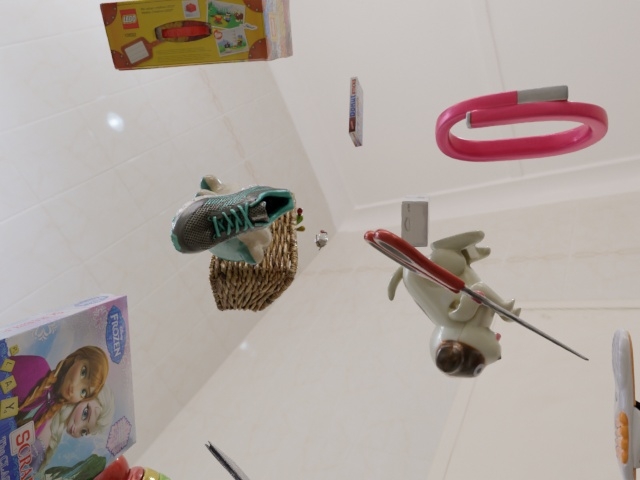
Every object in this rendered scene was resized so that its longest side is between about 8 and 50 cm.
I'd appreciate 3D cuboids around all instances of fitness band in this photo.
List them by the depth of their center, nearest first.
[{"bbox_3d":[0.362,-0.203,0.809,0.290,0.209,0.054,1,-102,24],"label":"fitness band"}]

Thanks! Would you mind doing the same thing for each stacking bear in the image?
[{"bbox_3d":[-0.437,0.607,1.022,0.289,0.175,0.164,48,-37,-14],"label":"stacking bear"}]

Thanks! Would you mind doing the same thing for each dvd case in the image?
[{"bbox_3d":[-0.199,0.618,1.122,0.221,0.018,0.164,24,-30,41],"label":"dvd case"}]

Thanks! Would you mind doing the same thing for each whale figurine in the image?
[{"bbox_3d":[-0.204,-0.032,0.905,0.141,0.272,0.216,-32,-91,5],"label":"whale figurine"}]

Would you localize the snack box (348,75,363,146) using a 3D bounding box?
[{"bbox_3d":[0.093,-0.334,1.126,0.022,0.178,0.064,-5,-25,20],"label":"snack box"}]

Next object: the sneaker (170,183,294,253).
[{"bbox_3d":[-0.099,-0.032,0.521,0.076,0.166,0.065,1,-65,43],"label":"sneaker"}]

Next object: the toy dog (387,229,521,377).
[{"bbox_3d":[0.415,0.219,1.360,0.395,0.408,0.284,-14,-22,13],"label":"toy dog"}]

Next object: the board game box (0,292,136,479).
[{"bbox_3d":[-0.449,0.281,0.740,0.066,0.318,0.319,2,-82,15],"label":"board game box"}]

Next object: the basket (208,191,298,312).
[{"bbox_3d":[-0.169,0.039,1.191,0.223,0.299,0.213,-3,-40,-4],"label":"basket"}]

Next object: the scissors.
[{"bbox_3d":[0.186,0.063,0.563,0.297,0.021,0.109,31,-7,8],"label":"scissors"}]

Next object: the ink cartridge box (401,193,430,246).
[{"bbox_3d":[0.299,-0.065,1.362,0.082,0.190,0.140,1,-78,14],"label":"ink cartridge box"}]

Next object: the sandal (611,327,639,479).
[{"bbox_3d":[0.524,0.278,0.706,0.076,0.102,0.265,-1,-88,27],"label":"sandal"}]

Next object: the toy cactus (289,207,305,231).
[{"bbox_3d":[-0.122,0.007,1.403,0.112,0.219,0.180,27,-22,9],"label":"toy cactus"}]

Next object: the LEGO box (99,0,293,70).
[{"bbox_3d":[-0.374,-0.686,1.439,0.500,0.372,0.193,0,-65,9],"label":"LEGO box"}]

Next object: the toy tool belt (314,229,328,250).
[{"bbox_3d":[0.000,0.000,1.617,0.052,0.083,0.051,15,-63,-8],"label":"toy tool belt"}]
